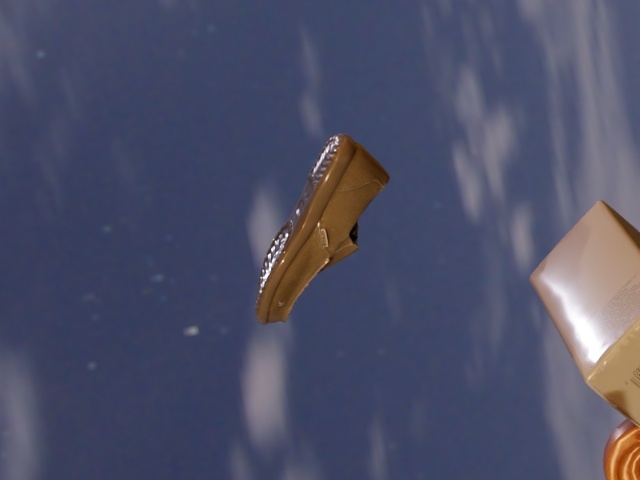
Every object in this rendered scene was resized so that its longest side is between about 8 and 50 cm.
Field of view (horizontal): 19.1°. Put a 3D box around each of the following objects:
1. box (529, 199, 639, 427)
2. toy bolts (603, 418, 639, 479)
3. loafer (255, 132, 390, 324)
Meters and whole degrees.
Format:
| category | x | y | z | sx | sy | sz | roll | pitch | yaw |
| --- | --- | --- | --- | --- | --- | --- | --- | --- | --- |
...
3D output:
| category | x | y | z | sx | sy | sz | roll | pitch | yaw |
| --- | --- | --- | --- | --- | --- | --- | --- | --- | --- |
| box | 0.278 | 0.066 | 1.726 | 0.094 | 0.113 | 0.275 | 38 | -167 | -14 |
| toy bolts | 0.382 | 0.257 | 1.820 | 0.158 | 0.229 | 0.218 | -23 | -73 | -71 |
| loafer | 0.000 | 0.000 | 1.282 | 0.056 | 0.050 | 0.148 | -88 | 24 | -63 |
